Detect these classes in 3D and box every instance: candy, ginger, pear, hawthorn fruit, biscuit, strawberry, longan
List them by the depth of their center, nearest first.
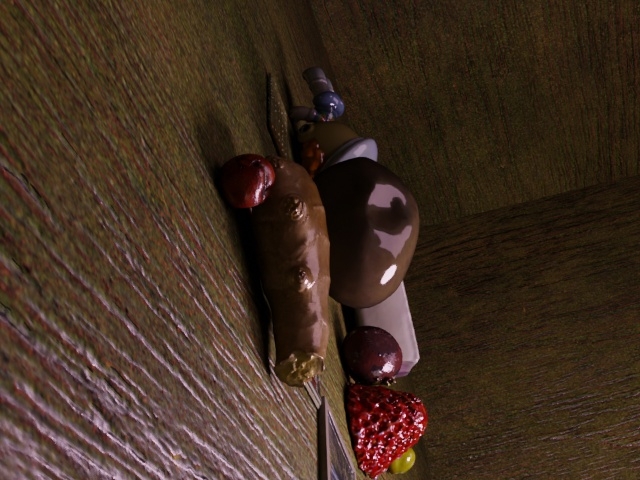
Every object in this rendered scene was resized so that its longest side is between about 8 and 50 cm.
[{"bbox_3d":[-0.112,-0.087,1.288,0.093,0.093,0.093,-14,90,-82],"label":"hawthorn fruit"},{"bbox_3d":[-0.065,0.047,1.398,0.236,0.166,0.376,169,-71,-68],"label":"ginger"},{"bbox_3d":[0.076,-0.019,1.813,0.288,0.288,0.350,67,18,-47],"label":"longan"},{"bbox_3d":[-0.098,-0.276,1.927,0.231,0.016,0.139,-93,168,-50],"label":"biscuit"},{"bbox_3d":[0.164,0.440,1.970,0.234,0.178,0.234,-14,90,-75],"label":"strawberry"},{"bbox_3d":[0.161,0.199,2.318,0.208,0.145,0.359,97,-18,-74],"label":"candy"},{"bbox_3d":[0.220,0.615,2.364,0.097,0.092,0.092,-51,144,-23],"label":"pear"}]

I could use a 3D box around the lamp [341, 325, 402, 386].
[{"bbox_3d":[0.121,0.290,2.071,0.135,0.156,0.157,-59,-178,36],"label":"lamp"}]

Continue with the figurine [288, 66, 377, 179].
[{"bbox_3d":[0.026,-0.285,2.151,0.224,0.205,0.382,25,49,-70],"label":"figurine"}]

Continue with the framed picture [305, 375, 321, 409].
[{"bbox_3d":[-0.043,0.162,1.569,0.273,0.016,0.216,66,13,-49],"label":"framed picture"}]

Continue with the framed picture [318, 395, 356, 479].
[{"bbox_3d":[0.038,0.484,1.566,0.324,0.020,0.240,-91,164,-57],"label":"framed picture"}]
